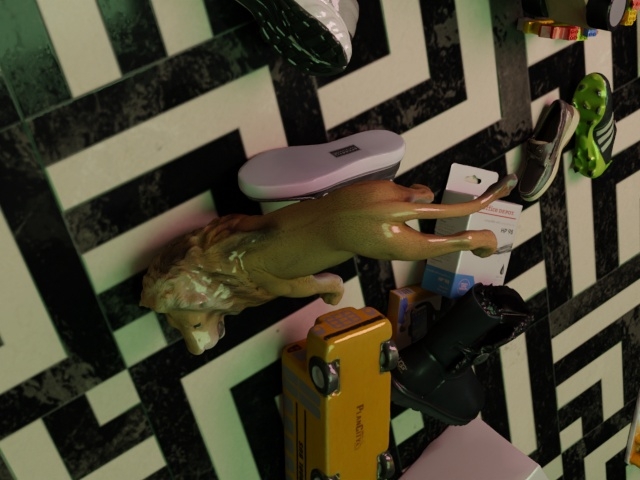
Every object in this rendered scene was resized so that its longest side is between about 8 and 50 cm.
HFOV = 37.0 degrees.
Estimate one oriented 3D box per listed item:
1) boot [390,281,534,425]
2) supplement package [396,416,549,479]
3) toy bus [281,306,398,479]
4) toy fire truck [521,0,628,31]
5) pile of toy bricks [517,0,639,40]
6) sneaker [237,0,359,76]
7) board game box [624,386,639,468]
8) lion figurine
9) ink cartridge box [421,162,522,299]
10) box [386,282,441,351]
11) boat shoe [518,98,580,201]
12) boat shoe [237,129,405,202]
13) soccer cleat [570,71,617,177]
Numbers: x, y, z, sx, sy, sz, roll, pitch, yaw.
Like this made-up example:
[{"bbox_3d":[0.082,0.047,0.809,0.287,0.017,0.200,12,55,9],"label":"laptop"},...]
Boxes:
[{"bbox_3d":[0.218,0.160,1.334,0.207,0.094,0.246,-41,142,21],"label":"boot"},{"bbox_3d":[0.281,0.446,1.540,0.177,0.175,0.293,-44,130,-9],"label":"supplement package"},{"bbox_3d":[0.021,0.239,1.274,0.108,0.130,0.332,-17,121,-29],"label":"toy bus"},{"bbox_3d":[0.318,-0.411,1.145,0.246,0.159,0.217,-58,146,-14],"label":"toy fire truck"},{"bbox_3d":[0.377,-0.322,1.280,0.212,0.105,0.118,-12,118,-32],"label":"pile of toy bricks"},{"bbox_3d":[-0.053,-0.295,0.994,0.271,0.100,0.108,47,50,-35],"label":"sneaker"},{"bbox_3d":[0.782,0.241,1.898,0.390,0.050,0.389,-13,119,-31],"label":"board game box"},{"bbox_3d":[0.000,0.000,1.046,0.392,0.142,0.240,-29,158,32],"label":"lion figurine"},{"bbox_3d":[0.214,-0.009,1.327,0.104,0.060,0.180,7,98,-39],"label":"ink cartridge box"},{"bbox_3d":[0.131,0.129,1.371,0.081,0.028,0.136,-13,117,-33],"label":"box"},{"bbox_3d":[0.317,-0.131,1.369,0.049,0.056,0.152,28,84,-37],"label":"boat shoe"},{"bbox_3d":[0.003,-0.074,1.150,0.229,0.080,0.076,-20,134,-33],"label":"boat shoe"},{"bbox_3d":[0.409,-0.175,1.414,0.072,0.060,0.178,-36,136,-30],"label":"soccer cleat"}]
